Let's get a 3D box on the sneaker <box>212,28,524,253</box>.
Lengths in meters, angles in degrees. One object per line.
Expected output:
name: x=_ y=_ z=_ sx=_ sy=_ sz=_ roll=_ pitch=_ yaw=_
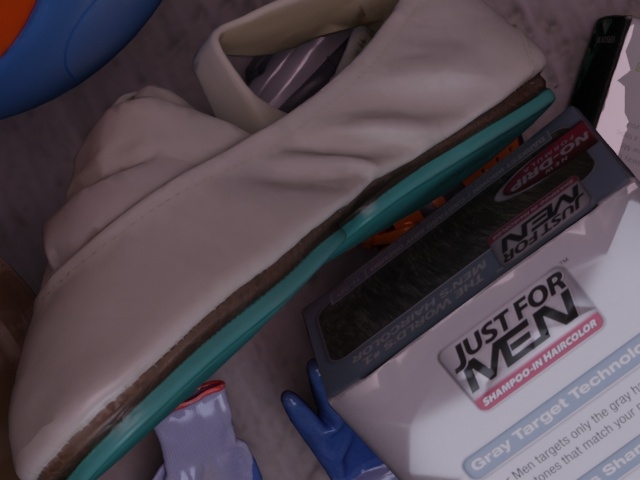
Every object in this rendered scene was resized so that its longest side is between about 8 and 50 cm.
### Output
sneaker: x=0.000 y=0.000 z=1.009 sx=0.180 sy=0.124 sz=0.321 roll=40 pitch=86 yaw=-11

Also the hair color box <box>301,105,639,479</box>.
hair color box: x=0.179 y=0.132 z=0.978 sx=0.185 sy=0.113 sz=0.374 roll=-37 pitch=114 yaw=8

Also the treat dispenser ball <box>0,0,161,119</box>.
treat dispenser ball: x=-0.197 y=-0.195 z=0.868 sx=0.288 sy=0.288 sz=0.288 roll=-1 pitch=95 yaw=-12

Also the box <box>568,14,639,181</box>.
box: x=0.227 y=0.052 z=1.098 sx=0.232 sy=0.058 sz=0.322 roll=19 pitch=90 yaw=-13

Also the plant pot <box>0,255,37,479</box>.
plant pot: x=-0.262 y=0.118 z=0.811 sx=0.323 sy=0.280 sz=0.323 roll=26 pitch=49 yaw=-35

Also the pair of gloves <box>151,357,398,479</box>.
pair of gloves: x=-0.020 y=0.129 z=1.031 sx=0.198 sy=0.023 sz=0.159 roll=-20 pitch=129 yaw=-12

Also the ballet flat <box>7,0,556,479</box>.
ballet flat: x=-0.033 y=-0.029 z=0.831 sx=0.400 sy=0.139 sz=0.139 roll=-38 pitch=104 yaw=-47
